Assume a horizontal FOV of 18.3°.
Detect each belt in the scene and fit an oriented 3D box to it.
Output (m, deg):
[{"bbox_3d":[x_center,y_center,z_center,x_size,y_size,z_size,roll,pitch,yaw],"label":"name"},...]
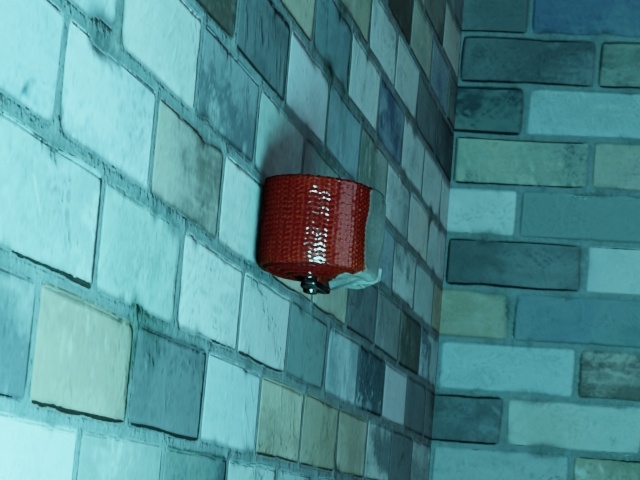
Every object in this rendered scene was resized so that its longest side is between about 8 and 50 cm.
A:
[{"bbox_3d":[0.000,0.000,2.185,0.201,0.128,0.124,30,65,-74],"label":"belt"}]
